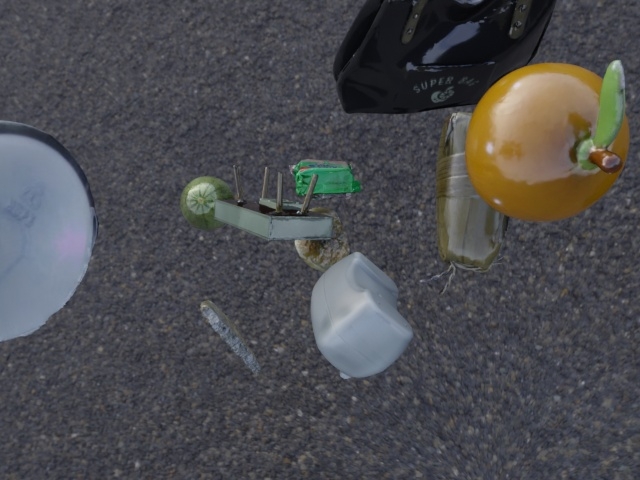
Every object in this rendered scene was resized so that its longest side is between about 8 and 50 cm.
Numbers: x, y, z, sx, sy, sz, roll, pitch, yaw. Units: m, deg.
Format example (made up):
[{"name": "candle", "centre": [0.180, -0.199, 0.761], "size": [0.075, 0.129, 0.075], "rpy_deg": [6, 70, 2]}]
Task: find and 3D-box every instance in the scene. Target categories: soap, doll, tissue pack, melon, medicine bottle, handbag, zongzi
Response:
[{"name": "soap", "centre": [0.007, -0.192, 1.734], "size": [0.218, 0.273, 0.097], "rpy_deg": [-2, 104, 0]}, {"name": "doll", "centre": [0.302, -0.120, 0.723], "size": [0.214, 0.213, 0.236], "rpy_deg": [-34, 18, -1]}, {"name": "tissue pack", "centre": [0.093, 0.210, 1.547], "size": [0.236, 0.229, 0.333], "rpy_deg": [-42, 23, 16]}, {"name": "melon", "centre": [-0.284, -0.094, 1.427], "size": [0.139, 0.192, 0.139], "rpy_deg": [0, 90, -2]}, {"name": "medicine bottle", "centre": [-0.407, -0.025, 0.529], "size": [0.333, 0.190, 0.189], "rpy_deg": [8, 68, 20]}, {"name": "handbag", "centre": [0.199, -0.314, 0.889], "size": [0.343, 0.288, 0.152], "rpy_deg": [-7, 78, -4]}, {"name": "zongzi", "centre": [0.456, -0.098, 1.643], "size": [0.218, 0.467, 0.499], "rpy_deg": [5, 94, 21]}]

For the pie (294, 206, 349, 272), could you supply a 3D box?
[{"name": "pie", "centre": [-0.002, 0.001, 1.799], "size": [0.185, 0.052, 0.218], "rpy_deg": [-17, 83, -29]}]

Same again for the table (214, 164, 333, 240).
[{"name": "table", "centre": [-0.089, -0.073, 1.011], "size": [0.240, 0.122, 0.110], "rpy_deg": [18, 105, 56]}]

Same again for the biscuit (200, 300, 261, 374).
[{"name": "biscuit", "centre": [-0.246, 0.240, 1.509], "size": [0.038, 0.289, 0.141], "rpy_deg": [-35, 42, -5]}]
